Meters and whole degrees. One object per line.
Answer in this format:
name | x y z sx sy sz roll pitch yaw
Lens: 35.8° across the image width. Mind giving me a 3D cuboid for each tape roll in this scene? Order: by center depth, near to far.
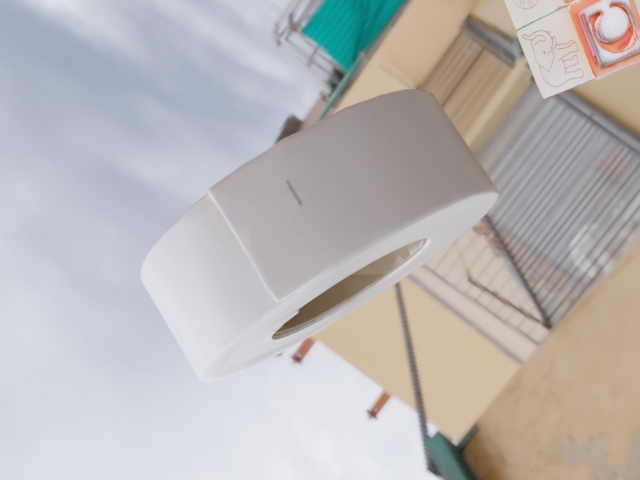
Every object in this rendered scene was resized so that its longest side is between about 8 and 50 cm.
tape roll | 0.000 0.000 0.801 0.100 0.286 0.286 59 -161 10

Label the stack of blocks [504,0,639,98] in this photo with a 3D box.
stack of blocks | 0.268 -0.180 0.559 0.171 0.297 0.087 -18 95 61
